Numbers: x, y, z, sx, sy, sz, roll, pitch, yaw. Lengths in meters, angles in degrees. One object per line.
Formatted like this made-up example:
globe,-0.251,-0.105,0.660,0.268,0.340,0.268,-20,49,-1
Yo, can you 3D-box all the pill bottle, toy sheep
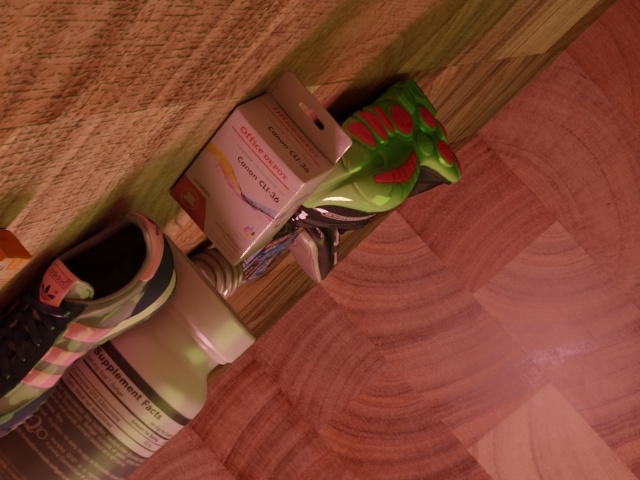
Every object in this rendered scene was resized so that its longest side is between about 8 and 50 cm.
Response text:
pill bottle,-0.265,0.172,1.439,0.363,0.210,0.210,-42,174,-3
toy sheep,-0.165,0.053,1.830,0.132,0.091,0.091,-28,166,-44

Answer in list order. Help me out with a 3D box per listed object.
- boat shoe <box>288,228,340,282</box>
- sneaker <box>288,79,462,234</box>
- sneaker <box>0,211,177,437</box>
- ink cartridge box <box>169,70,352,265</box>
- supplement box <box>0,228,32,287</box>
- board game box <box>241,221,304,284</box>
boat shoe,0.000,0.000,2.351,0.095,0.112,0.335,-36,170,-8
sneaker,0.069,-0.120,1.841,0.202,0.185,0.483,-25,178,24
sneaker,-0.288,0.081,1.267,0.319,0.112,0.131,-42,158,-23
ink cartridge box,-0.067,-0.079,1.354,0.198,0.115,0.067,-48,171,38
supplement box,-0.301,0.035,1.053,0.098,0.036,0.062,-42,173,5
board game box,-0.089,-0.007,1.981,0.194,0.060,0.194,-45,173,21
